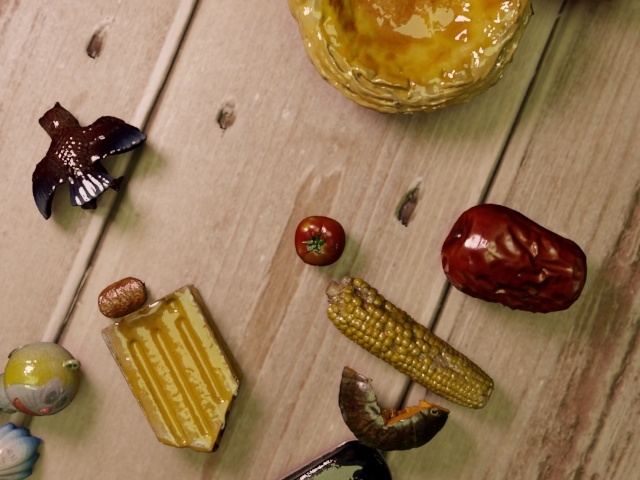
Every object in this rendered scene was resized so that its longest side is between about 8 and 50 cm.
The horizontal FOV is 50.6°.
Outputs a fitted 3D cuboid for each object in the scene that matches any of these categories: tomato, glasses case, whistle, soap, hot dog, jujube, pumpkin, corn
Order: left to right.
[{"bbox_3d":[-0.474,0.241,1.079,0.223,0.123,0.123,-26,91,12],"label":"whistle"},{"bbox_3d":[-0.325,0.094,1.118,0.083,0.035,0.058,-27,90,-1],"label":"hot dog"},{"bbox_3d":[-0.221,0.218,1.099,0.160,0.080,0.257,-27,91,0],"label":"soap"},{"bbox_3d":[-0.029,0.439,1.106,0.314,0.075,0.122,-31,92,-1],"label":"glasses case"},{"bbox_3d":[0.000,0.000,1.108,0.087,0.075,0.087,2,103,7],"label":"tomato"},{"bbox_3d":[0.106,0.283,1.087,0.183,0.119,0.108,21,78,2],"label":"pumpkin"},{"bbox_3d":[0.140,0.169,1.102,0.320,0.097,0.097,34,89,-3],"label":"corn"},{"bbox_3d":[0.309,0.033,1.078,0.230,0.155,0.155,19,90,-3],"label":"jujube"}]

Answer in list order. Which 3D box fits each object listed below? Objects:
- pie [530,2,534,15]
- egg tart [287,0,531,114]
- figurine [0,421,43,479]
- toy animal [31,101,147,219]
[{"bbox_3d":[0.281,-0.344,1.133,0.092,0.034,0.170,39,95,-3],"label":"pie"},{"bbox_3d":[0.141,-0.383,1.040,0.387,0.169,0.388,0,107,-2],"label":"egg tart"},{"bbox_3d":[-0.506,0.347,1.103,0.114,0.079,0.114,13,61,-25],"label":"figurine"},{"bbox_3d":[-0.390,-0.140,1.076,0.218,0.116,0.179,-36,92,5],"label":"toy animal"}]
